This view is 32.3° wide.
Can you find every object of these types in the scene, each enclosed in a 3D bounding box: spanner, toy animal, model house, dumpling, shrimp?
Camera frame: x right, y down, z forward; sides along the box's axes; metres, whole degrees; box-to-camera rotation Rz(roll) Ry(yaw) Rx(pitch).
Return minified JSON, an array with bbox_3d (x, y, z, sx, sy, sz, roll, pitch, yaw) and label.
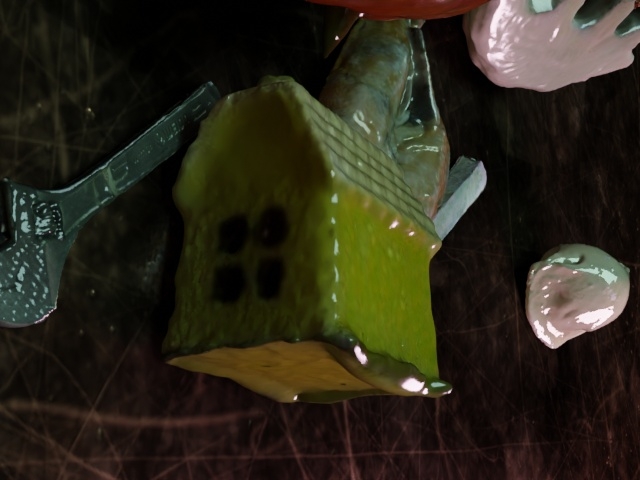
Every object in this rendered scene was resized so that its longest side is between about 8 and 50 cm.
[{"bbox_3d":[-0.145,-0.042,0.776,0.325,0.026,0.093,-49,126,-52],"label":"spanner"},{"bbox_3d":[0.273,-0.310,1.374,0.307,0.188,0.266,-21,142,-24],"label":"toy animal"},{"bbox_3d":[0.000,0.000,0.862,0.193,0.174,0.234,28,64,-53],"label":"model house"},{"bbox_3d":[0.342,0.079,1.495,0.111,0.181,0.155,-111,-145,-68],"label":"dumpling"},{"bbox_3d":[0.077,-0.133,1.094,0.168,0.077,0.317,44,47,-26],"label":"shrimp"}]

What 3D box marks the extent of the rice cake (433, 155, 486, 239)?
[{"bbox_3d":[0.140,-0.040,1.239,0.211,0.034,0.043,-45,130,-54],"label":"rice cake"}]

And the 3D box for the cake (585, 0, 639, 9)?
[{"bbox_3d":[0.345,-0.405,1.641,0.262,0.160,0.158,39,42,-3],"label":"cake"}]

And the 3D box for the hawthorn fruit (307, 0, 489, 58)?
[{"bbox_3d":[0.046,-0.336,0.849,0.402,0.402,0.403,18,68,-56],"label":"hawthorn fruit"}]
